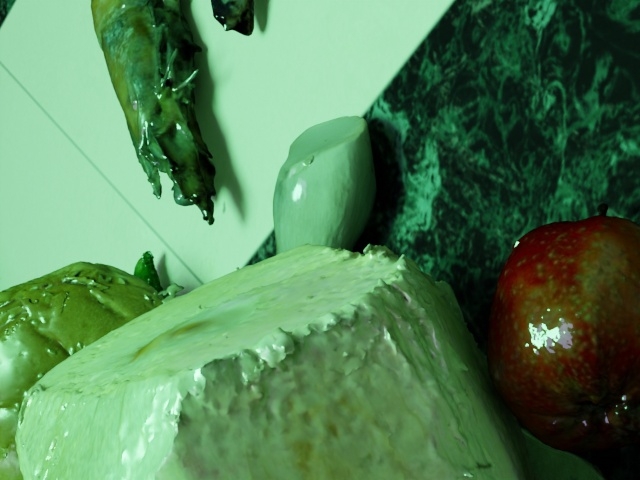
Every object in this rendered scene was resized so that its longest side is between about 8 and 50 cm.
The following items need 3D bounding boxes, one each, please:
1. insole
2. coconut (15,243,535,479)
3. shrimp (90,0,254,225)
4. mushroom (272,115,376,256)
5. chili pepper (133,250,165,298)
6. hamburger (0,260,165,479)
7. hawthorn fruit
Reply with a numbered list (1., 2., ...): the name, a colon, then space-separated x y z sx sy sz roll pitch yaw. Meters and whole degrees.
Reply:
1. insole: 0.180 0.187 1.457 0.192 0.010 0.063 33 114 51
2. coconut: -0.020 0.215 1.408 0.404 0.404 0.405 -8 81 55
3. shrimp: -0.135 -0.223 1.907 0.272 0.085 0.445 -37 53 41
4. mushroom: 0.000 0.000 1.679 0.116 0.093 0.225 -131 41 -73
5. chili pepper: -0.196 0.123 1.973 0.088 0.059 0.227 3 87 61
6. hamburger: -0.239 0.171 1.859 0.285 0.265 0.134 65 170 3
7. hawthorn fruit: 0.197 0.050 1.339 0.157 0.157 0.194 -39 36 47
